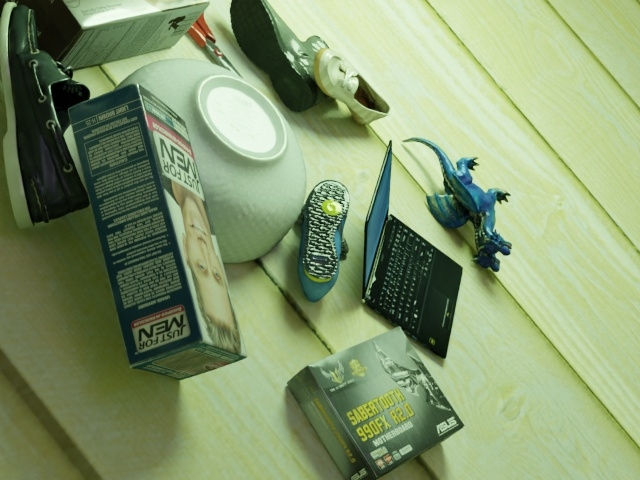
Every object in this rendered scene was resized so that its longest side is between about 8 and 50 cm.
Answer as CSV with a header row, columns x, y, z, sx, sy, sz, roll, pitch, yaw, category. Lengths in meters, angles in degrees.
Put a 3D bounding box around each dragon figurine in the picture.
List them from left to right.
x,y,z,sx,sy,sz,roll,pitch,yaw,category
0.250,-0.078,2.177,0.289,0.085,0.144,48,37,-1,dragon figurine

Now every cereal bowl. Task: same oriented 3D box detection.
x,y,z,sx,sy,sz,roll,pitch,yaw,category
-0.154,-0.141,1.802,0.339,0.141,0.339,25,43,-26,cereal bowl

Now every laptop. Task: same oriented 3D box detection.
x,y,z,sx,sy,sz,roll,pitch,yaw,category
0.155,0.013,1.962,0.264,0.136,0.234,36,39,-14,laptop

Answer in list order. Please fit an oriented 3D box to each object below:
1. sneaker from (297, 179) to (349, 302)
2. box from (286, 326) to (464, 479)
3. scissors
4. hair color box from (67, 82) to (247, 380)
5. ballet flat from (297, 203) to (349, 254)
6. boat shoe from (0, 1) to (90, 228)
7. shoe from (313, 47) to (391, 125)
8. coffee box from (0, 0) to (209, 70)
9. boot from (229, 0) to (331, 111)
x,y,z,sx,sy,sz,roll,pitch,yaw,category
0.000,0.000,1.870,0.069,0.082,0.209,11,52,-3,sneaker
0.084,0.238,1.756,0.231,0.056,0.183,-16,69,-50,box
-0.191,-0.323,2.031,0.109,0.021,0.297,-10,65,-51,scissors
-0.206,-0.007,1.551,0.174,0.105,0.347,36,36,-71,hair color box
0.007,-0.020,1.928,0.114,0.041,0.041,36,38,-14,ballet flat
-0.361,-0.176,1.613,0.113,0.127,0.340,-8,58,-6,boat shoe
0.056,-0.268,2.109,0.219,0.058,0.076,39,60,-54,shoe
-0.335,-0.370,1.848,0.168,0.119,0.297,54,37,7,coffee box
-0.052,-0.339,2.137,0.246,0.083,0.161,59,34,0,boot
